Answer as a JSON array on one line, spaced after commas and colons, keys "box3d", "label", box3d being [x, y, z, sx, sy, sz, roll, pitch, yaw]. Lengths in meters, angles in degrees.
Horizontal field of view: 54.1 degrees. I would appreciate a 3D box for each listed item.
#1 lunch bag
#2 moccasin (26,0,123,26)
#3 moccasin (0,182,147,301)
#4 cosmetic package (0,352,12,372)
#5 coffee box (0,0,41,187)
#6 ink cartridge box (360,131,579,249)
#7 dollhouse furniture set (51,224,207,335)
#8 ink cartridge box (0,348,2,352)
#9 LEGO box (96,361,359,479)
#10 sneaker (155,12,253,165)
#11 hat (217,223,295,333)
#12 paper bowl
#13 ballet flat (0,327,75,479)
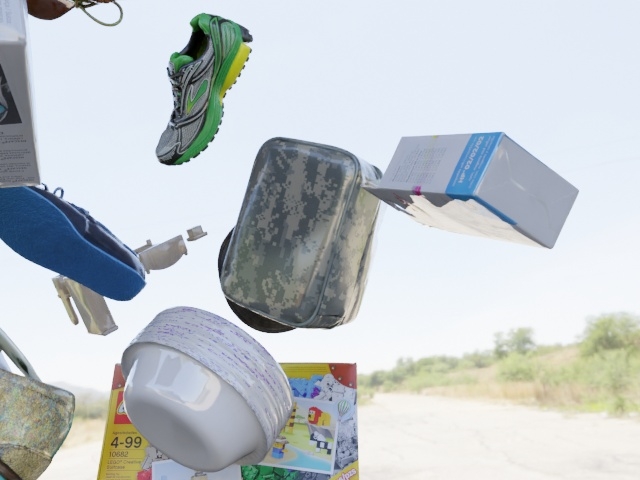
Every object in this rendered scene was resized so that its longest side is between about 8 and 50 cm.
[{"box3d": [0.000, 0.000, 1.075, 0.213, 0.305, 0.256, 16, 2, 31], "label": "lunch bag"}, {"box3d": [-0.365, -0.434, 0.994, 0.380, 0.146, 0.139, -11, -9, 34], "label": "moccasin"}, {"box3d": [-0.481, -0.005, 1.178, 0.138, 0.117, 0.342, -37, -57, 8], "label": "moccasin"}, {"box3d": [-0.906, 0.433, 1.474, 0.365, 0.197, 0.155, -40, -22, 2], "label": "cosmetic package"}, {"box3d": [-0.517, -0.269, 0.709, 0.338, 0.337, 0.334, -5, -18, -23], "label": "coffee box"}, {"box3d": [0.130, -0.050, 0.589, 0.104, 0.061, 0.181, 29, -7, -27], "label": "ink cartridge box"}, {"box3d": [-0.516, 0.109, 1.770, 0.356, 0.173, 0.303, -29, 16, -39], "label": "dollhouse furniture set"}, {"box3d": [-0.641, 0.227, 0.955, 0.234, 0.088, 0.193, -51, -18, 10], "label": "ink cartridge box"}, {"box3d": [-0.172, 0.452, 1.276, 0.501, 0.372, 0.193, -1, -29, 1], "label": "LEGO box"}, {"box3d": [-0.284, -0.324, 1.348, 0.146, 0.343, 0.134, 15, 12, -46], "label": "sneaker"}, {"box3d": [-0.106, 0.082, 1.610, 0.332, 0.331, 0.134, -1, 0, -14], "label": "hat"}, {"box3d": [-0.198, 0.256, 1.006, 0.284, 0.284, 0.148, -18, 25, 42], "label": "paper bowl"}, {"box3d": [-0.375, 0.086, 0.561, 0.349, 0.123, 0.123, 37, -24, -7], "label": "ballet flat"}]
